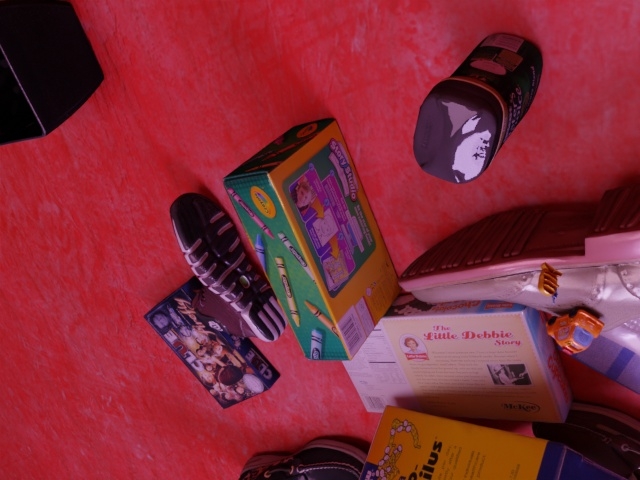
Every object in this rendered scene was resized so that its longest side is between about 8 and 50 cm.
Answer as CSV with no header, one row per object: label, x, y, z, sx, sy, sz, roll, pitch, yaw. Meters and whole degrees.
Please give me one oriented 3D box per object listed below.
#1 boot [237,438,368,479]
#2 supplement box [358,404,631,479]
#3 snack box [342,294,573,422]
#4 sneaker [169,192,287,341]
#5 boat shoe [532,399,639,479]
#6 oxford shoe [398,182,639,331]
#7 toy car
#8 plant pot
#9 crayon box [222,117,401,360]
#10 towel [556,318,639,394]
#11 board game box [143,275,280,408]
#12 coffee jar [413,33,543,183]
boot,-0.080,0.515,1.246,0.377,0.284,0.138,-21,108,41
supplement box,0.218,0.354,0.874,0.194,0.195,0.356,29,162,-22
snack box,0.174,0.166,0.978,0.322,0.060,0.187,-7,118,38
sneaker,-0.187,0.062,1.125,0.162,0.106,0.281,-17,111,44
boat shoe,0.399,0.287,0.885,0.257,0.095,0.095,12,127,28
oxford shoe,0.257,0.046,0.763,0.397,0.140,0.146,-12,114,50
toy car,0.234,0.076,0.687,0.122,0.040,0.060,40,146,-27
plant pot,-0.445,-0.264,1.022,0.188,0.167,0.187,-2,120,36
crayon box,0.000,0.000,0.905,0.081,0.165,0.278,-6,116,37
towel,0.419,0.084,0.770,0.209,0.034,0.285,29,133,15
board game box,-0.207,0.197,1.276,0.243,0.042,0.165,50,135,-6
coffee jar,0.160,-0.134,0.684,0.079,0.184,0.096,23,132,19
